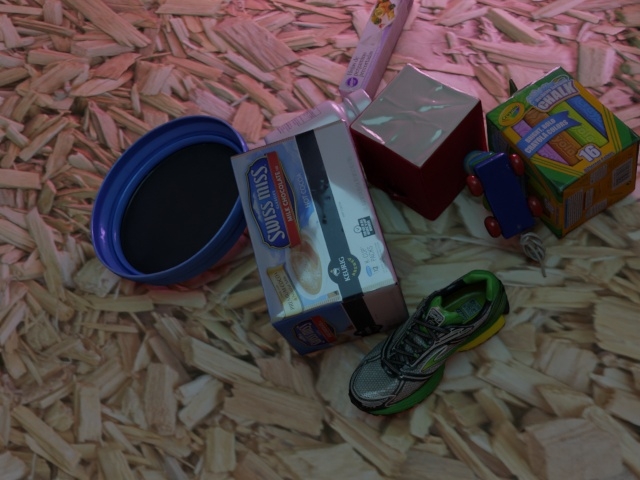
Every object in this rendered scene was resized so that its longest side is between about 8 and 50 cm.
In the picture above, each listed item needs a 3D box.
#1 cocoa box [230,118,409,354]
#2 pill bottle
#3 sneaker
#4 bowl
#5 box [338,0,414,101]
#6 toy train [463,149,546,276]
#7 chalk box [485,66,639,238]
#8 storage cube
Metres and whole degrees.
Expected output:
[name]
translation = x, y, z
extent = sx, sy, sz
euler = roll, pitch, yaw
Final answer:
[cocoa box]
translation = 0.000, 0.000, 1.541
extent = 0.228, 0.231, 0.347
euler = -18, 66, 5
[pill bottle]
translation = 0.010, -0.217, 1.740
extent = 0.229, 0.131, 0.131
euler = -30, 58, -1
[sneaker]
translation = 0.180, 0.167, 1.466
extent = 0.343, 0.146, 0.134
euler = -41, 59, -8
[bowl]
translation = -0.304, -0.082, 1.750
extent = 0.391, 0.077, 0.390
euler = -14, 56, 23
[box]
translation = 0.128, -0.444, 1.871
extent = 0.063, 0.067, 0.323
euler = 13, 67, 23
[toy train]
translation = 0.347, -0.054, 1.566
extent = 0.105, 0.248, 0.143
euler = -27, 18, 2
[chalk box]
translation = 0.430, -0.186, 1.573
extent = 0.179, 0.180, 0.289
euler = -34, 57, -4
[storage cube]
translation = 0.196, -0.191, 1.634
extent = 0.184, 0.193, 0.215
euler = 35, 75, 29
